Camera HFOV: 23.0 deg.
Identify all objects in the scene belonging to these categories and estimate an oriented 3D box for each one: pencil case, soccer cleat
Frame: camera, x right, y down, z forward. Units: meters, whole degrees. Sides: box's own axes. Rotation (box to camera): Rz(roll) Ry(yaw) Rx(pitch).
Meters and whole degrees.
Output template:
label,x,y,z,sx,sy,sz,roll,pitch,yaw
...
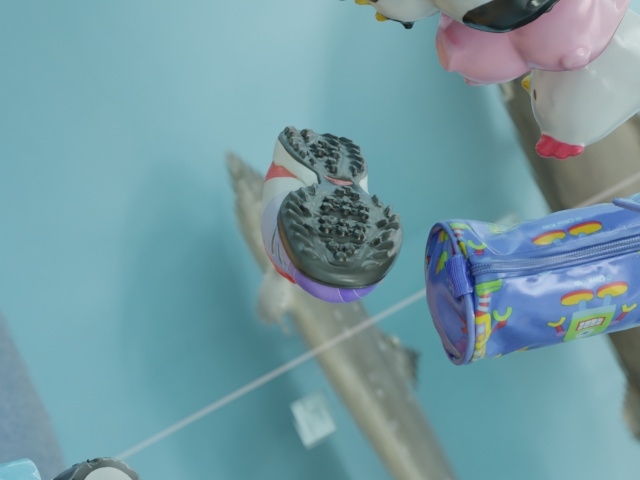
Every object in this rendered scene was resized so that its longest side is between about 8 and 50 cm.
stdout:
label,x,y,z,sx,sy,sz,roll,pitch,yaw
pencil case,0.237,0.015,1.269,0.133,0.306,0.119,93,-16,-66
soccer cleat,0.000,0.000,1.380,0.108,0.116,0.318,11,20,-11

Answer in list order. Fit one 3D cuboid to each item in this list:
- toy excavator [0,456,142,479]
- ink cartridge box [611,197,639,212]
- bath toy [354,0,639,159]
label,x,y,z,sx,sy,sz,roll,pitch,yaw
toy excavator,-0.410,0.333,1.621,0.445,0.222,0.433,-11,78,-45
ink cartridge box,0.314,-0.011,0.824,0.311,0.065,0.185,3,11,-46
bath toy,0.127,-0.155,1.099,0.151,0.129,0.348,39,9,38
